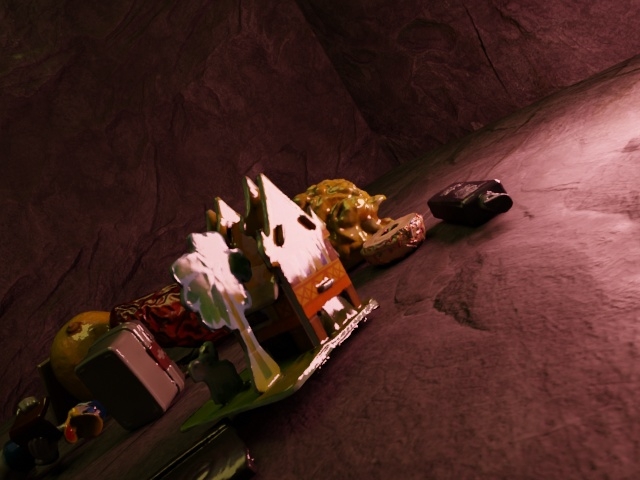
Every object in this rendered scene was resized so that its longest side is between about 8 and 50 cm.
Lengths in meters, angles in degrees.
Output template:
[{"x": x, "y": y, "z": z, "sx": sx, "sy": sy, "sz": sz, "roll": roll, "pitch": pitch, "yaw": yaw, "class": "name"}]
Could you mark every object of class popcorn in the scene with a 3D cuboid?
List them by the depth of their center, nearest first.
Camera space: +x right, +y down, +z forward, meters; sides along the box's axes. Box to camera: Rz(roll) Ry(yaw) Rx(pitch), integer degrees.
[{"x": 0.053, "y": -0.053, "z": 1.292, "sx": 0.242, "sy": 0.250, "sz": 0.235, "roll": -33, "pitch": -1, "yaw": -25, "class": "popcorn"}]

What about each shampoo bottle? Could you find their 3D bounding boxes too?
[{"x": 0.331, "y": -0.084, "z": 1.045, "sx": 0.098, "sy": 0.071, "sz": 0.309, "roll": -29, "pitch": 8, "yaw": -2, "class": "shampoo bottle"}]

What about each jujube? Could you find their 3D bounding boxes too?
[{"x": -0.400, "y": 0.212, "z": 1.324, "sx": 0.342, "sy": 0.216, "sz": 0.216, "roll": -7, "pitch": 2, "yaw": -10, "class": "jujube"}]

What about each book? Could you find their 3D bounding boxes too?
[{"x": -0.768, "y": 0.445, "z": 1.465, "sx": 0.018, "sy": 0.241, "sz": 0.170, "roll": 1, "pitch": 18, "yaw": 17, "class": "book"}]

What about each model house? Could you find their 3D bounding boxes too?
[{"x": -0.123, "y": 0.074, "z": 0.757, "sx": 0.242, "sy": 0.313, "sz": 0.358, "roll": -31, "pitch": 0, "yaw": 31, "class": "model house"}]

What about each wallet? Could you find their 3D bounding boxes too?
[{"x": -0.226, "y": 0.338, "z": 0.565, "sx": 0.321, "sy": 0.044, "sz": 0.170, "roll": -34, "pitch": 9, "yaw": -18, "class": "wallet"}]

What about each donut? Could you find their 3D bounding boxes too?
[{"x": 0.176, "y": 0.001, "z": 1.129, "sx": 0.174, "sy": 0.068, "sz": 0.174, "roll": -34, "pitch": 7, "yaw": 5, "class": "donut"}]

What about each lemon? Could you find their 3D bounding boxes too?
[{"x": -0.646, "y": 0.345, "z": 1.403, "sx": 0.260, "sy": 0.284, "sz": 0.260, "roll": -30, "pitch": 18, "yaw": 11, "class": "lemon"}]

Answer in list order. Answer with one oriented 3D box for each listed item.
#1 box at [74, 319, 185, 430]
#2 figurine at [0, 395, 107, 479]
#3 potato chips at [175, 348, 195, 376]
[{"x": -0.415, "y": 0.295, "z": 1.048, "sx": 0.148, "sy": 0.210, "sz": 0.129, "roll": -30, "pitch": 14, "yaw": 13, "class": "box"}, {"x": -0.663, "y": 0.451, "z": 1.130, "sx": 0.338, "sy": 0.204, "sz": 0.283, "roll": -20, "pitch": -32, "yaw": -56, "class": "figurine"}, {"x": -0.392, "y": 0.352, "z": 1.280, "sx": 0.202, "sy": 0.029, "sz": 0.220, "roll": -33, "pitch": 7, "yaw": -4, "class": "potato chips"}]
